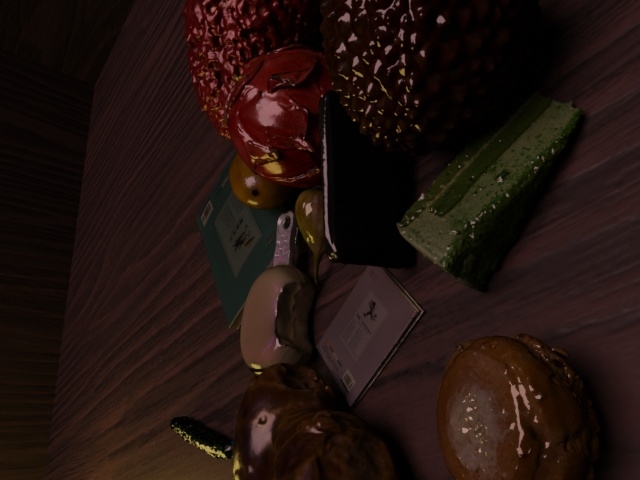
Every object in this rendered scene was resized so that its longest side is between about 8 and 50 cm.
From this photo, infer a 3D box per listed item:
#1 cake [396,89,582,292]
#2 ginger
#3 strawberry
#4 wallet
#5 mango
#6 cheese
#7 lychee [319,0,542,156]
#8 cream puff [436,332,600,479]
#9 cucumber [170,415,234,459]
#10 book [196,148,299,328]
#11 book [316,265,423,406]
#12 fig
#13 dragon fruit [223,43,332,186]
[{"bbox_3d":[0.188,-0.069,0.563,0.100,0.099,0.236,43,111,49],"label":"cake"},{"bbox_3d":[-0.018,0.339,0.635,0.357,0.152,0.275,29,100,55],"label":"ginger"},{"bbox_3d":[-0.142,-0.392,1.021,0.292,0.291,0.344,51,136,48],"label":"strawberry"},{"bbox_3d":[0.059,-0.086,0.676,0.044,0.148,0.251,-19,71,52],"label":"wallet"},{"bbox_3d":[-0.112,-0.145,0.975,0.136,0.099,0.228,-14,43,9],"label":"mango"},{"bbox_3d":[-0.069,0.085,0.854,0.163,0.082,0.287,-11,69,50],"label":"cheese"},{"bbox_3d":[0.120,-0.231,0.579,0.267,0.267,0.268,-24,59,47],"label":"lychee"},{"bbox_3d":[0.184,0.168,0.463,0.150,0.115,0.166,45,123,58],"label":"cream puff"},{"bbox_3d":[-0.236,0.397,0.995,0.256,0.043,0.044,-7,77,51],"label":"cucumber"},{"bbox_3d":[-0.178,-0.031,1.088,0.264,0.031,0.379,-55,40,24],"label":"book"},{"bbox_3d":[0.064,0.131,0.722,0.182,0.014,0.127,-59,39,20],"label":"book"},{"bbox_3d":[0.013,-0.006,0.809,0.093,0.093,0.166,-12,96,51],"label":"fig"},{"bbox_3d":[-0.037,-0.198,0.804,0.252,0.240,0.241,35,107,27],"label":"dragon fruit"}]
